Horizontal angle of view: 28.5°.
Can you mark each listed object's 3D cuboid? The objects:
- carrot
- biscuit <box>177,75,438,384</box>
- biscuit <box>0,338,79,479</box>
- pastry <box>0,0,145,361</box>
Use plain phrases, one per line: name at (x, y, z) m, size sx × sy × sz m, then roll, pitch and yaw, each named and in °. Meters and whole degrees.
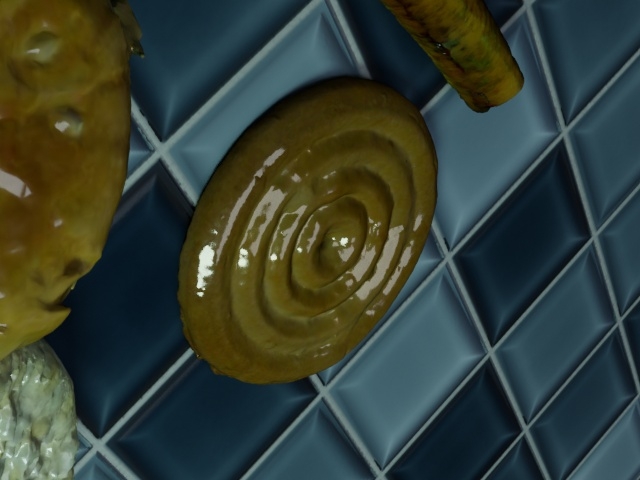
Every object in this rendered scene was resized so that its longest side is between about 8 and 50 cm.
carrot at (0.082, -0.174, 0.924) m, size 0.070 × 0.070 × 0.260 m, roll -55°, pitch 144°, yaw -3°
biscuit at (0.000, 0.001, 0.977) m, size 0.262 × 0.037 × 0.262 m, roll -27°, pitch 133°, yaw -33°
biscuit at (-0.227, 0.168, 0.802) m, size 0.179 × 0.084 × 0.281 m, roll -22°, pitch 136°, yaw -62°
pastry at (-0.240, -0.061, 0.557) m, size 0.315 × 0.184 × 0.285 m, roll -5°, pitch 100°, yaw -42°
